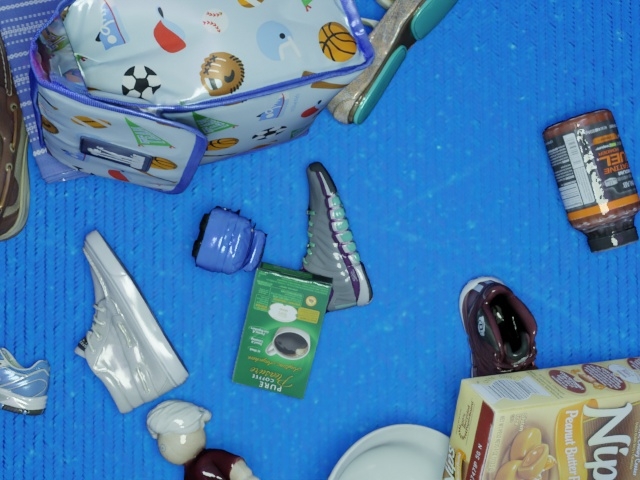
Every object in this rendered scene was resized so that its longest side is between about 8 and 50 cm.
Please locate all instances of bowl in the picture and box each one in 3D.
[{"bbox_3d":[0.099,0.412,1.130,0.297,0.134,0.298,10,68,-25],"label":"bowl"}]

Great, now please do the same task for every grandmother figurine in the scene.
[{"bbox_3d":[-0.133,0.365,1.134,0.342,0.104,0.208,52,130,19],"label":"grandmother figurine"}]

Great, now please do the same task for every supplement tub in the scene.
[{"bbox_3d":[0.402,-0.085,1.198,0.106,0.106,0.198,-17,88,-2],"label":"supplement tub"}]

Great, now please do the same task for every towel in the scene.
[{"bbox_3d":[-0.331,-0.267,1.212,0.243,0.040,0.336,-15,86,-11],"label":"towel"}]

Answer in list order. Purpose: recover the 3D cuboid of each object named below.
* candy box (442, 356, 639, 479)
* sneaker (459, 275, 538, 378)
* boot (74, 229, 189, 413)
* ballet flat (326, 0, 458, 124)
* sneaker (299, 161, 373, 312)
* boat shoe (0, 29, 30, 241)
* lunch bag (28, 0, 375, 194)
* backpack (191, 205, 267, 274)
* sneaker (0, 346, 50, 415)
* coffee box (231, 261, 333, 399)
[{"bbox_3d":[0.328,0.268,1.107,0.316,0.087,0.183,-2,113,-22],"label":"candy box"},{"bbox_3d":[0.267,0.189,1.153,0.106,0.162,0.282,-17,88,-2],"label":"sneaker"},{"bbox_3d":[-0.304,0.121,1.179,0.123,0.095,0.258,-31,89,-9],"label":"boot"},{"bbox_3d":[0.101,-0.318,1.207,0.106,0.107,0.316,38,87,14],"label":"ballet flat"},{"bbox_3d":[0.000,0.000,1.200,0.098,0.083,0.224,-19,89,3],"label":"sneaker"},{"bbox_3d":[-0.487,-0.171,1.175,0.123,0.123,0.342,-1,87,-1],"label":"boat shoe"},{"bbox_3d":[-0.170,-0.206,1.045,0.385,0.328,0.239,-18,85,-19],"label":"lunch bag"},{"bbox_3d":[-0.130,0.001,1.176,0.101,0.120,0.098,12,87,0],"label":"backpack"},{"bbox_3d":[-0.494,0.190,1.189,0.211,0.080,0.081,17,81,-10],"label":"sneaker"},{"bbox_3d":[-0.056,0.131,1.185,0.113,0.040,0.184,12,106,0],"label":"coffee box"}]
